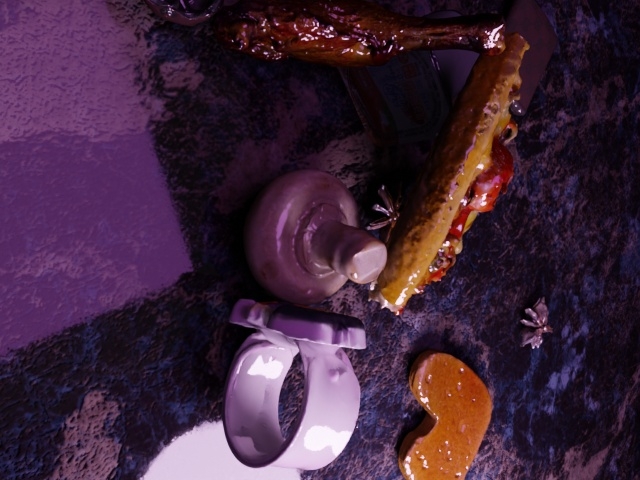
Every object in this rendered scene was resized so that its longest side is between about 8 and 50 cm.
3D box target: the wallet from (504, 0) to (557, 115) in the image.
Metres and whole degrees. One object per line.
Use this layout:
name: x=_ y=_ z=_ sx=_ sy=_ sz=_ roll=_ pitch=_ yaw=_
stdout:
wallet: x=0.449 y=-0.418 z=1.153 sx=0.182 sy=0.049 sz=0.229 roll=36 pitch=75 yaw=-33

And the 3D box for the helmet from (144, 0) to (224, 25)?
helmet: x=-0.191 y=-0.331 z=0.672 sx=0.123 sy=0.070 sz=0.098 roll=2 pitch=87 yaw=-30

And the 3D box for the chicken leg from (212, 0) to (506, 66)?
chicken leg: x=0.049 y=-0.297 z=0.721 sx=0.406 sy=0.158 sz=0.096 roll=5 pitch=104 yaw=7

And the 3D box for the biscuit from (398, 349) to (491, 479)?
biscuit: x=0.242 y=0.381 z=1.068 sx=0.262 sy=0.052 sz=0.277 roll=37 pitch=73 yaw=-28

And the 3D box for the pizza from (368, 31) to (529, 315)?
pizza: x=0.241 y=-0.078 z=0.865 sx=0.440 sy=0.130 sz=0.406 roll=-64 pitch=160 yaw=4

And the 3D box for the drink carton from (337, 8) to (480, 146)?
drink carton: x=0.175 y=-0.287 z=0.884 sx=0.189 sy=0.191 sz=0.186 roll=-40 pitch=114 yaw=-34

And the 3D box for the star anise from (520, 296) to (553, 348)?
star anise: x=0.525 y=0.219 z=1.256 sx=0.129 sy=0.056 sz=0.124 roll=-35 pitch=114 yaw=-29

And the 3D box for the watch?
watch: x=-0.046 y=0.204 z=0.720 sx=0.196 sy=0.244 sz=0.232 roll=24 pitch=73 yaw=-36

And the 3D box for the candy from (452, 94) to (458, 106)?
candy: x=0.299 y=-0.219 z=1.025 sx=0.104 sy=0.102 sz=0.234 roll=-18 pitch=107 yaw=-34

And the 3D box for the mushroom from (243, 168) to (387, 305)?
mushroom: x=-0.018 y=0.001 z=0.761 sx=0.206 sy=0.209 sz=0.207 roll=-4 pitch=108 yaw=-12

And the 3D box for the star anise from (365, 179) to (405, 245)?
star anise: x=0.134 y=-0.041 z=0.954 sx=0.141 sy=0.042 sz=0.141 roll=-1 pitch=91 yaw=-36
